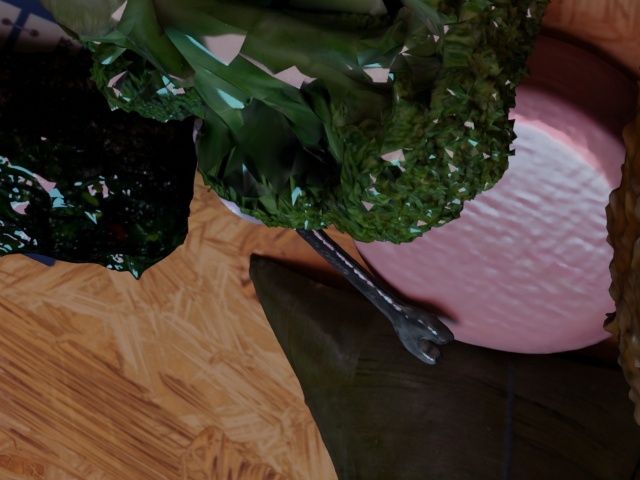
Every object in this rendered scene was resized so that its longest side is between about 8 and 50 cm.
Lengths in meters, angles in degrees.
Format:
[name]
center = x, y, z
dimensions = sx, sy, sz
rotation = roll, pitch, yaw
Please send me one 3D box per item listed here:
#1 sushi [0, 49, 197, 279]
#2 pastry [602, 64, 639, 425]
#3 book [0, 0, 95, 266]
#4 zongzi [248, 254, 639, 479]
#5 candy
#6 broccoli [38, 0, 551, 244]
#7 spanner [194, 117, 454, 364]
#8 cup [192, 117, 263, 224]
[sushi]
center = -0.202, -0.060, 1.288
dimensions = 0.225, 0.127, 0.124
rotation = 19, 138, -12
[pastry]
center = 0.338, 0.021, 1.009
dimensions = 0.292, 0.337, 0.405
rotation = -9, 120, -16
[book]
center = -0.351, -0.146, 1.338
dimensions = 0.428, 0.039, 0.300
rotation = 23, 136, -16
[zongzi]
center = 0.052, 0.200, 1.289
dimensions = 0.393, 0.356, 0.174
rotation = 22, 140, 11
[candy]
center = 0.135, -0.026, 1.240
dimensions = 0.255, 0.094, 0.255
rotation = 13, 131, 16
[broccoli]
center = -0.008, -0.177, 1.049
dimensions = 0.413, 0.321, 0.310
rotation = 48, -173, 37
[spanner]
center = 0.000, 0.000, 1.264
dimensions = 0.254, 0.015, 0.054
rotation = 43, 153, -2
[cup]
center = -0.040, -0.076, 1.295
dimensions = 0.104, 0.074, 0.116
rotation = 28, 133, -22
